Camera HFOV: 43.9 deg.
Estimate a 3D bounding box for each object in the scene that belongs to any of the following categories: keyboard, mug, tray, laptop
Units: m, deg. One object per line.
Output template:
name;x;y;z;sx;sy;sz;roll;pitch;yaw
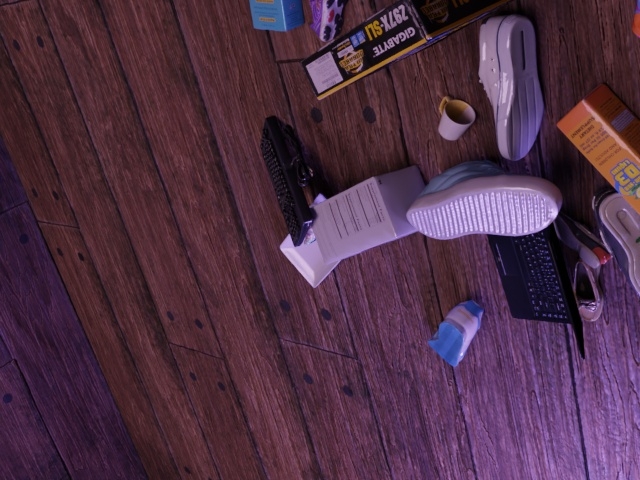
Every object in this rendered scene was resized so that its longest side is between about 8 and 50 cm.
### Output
keyboard;-0.078;-0.156;1.800;0.201;0.033;0.317;115;142;-48
mug;0.255;-0.229;1.512;0.062;0.078;0.064;16;146;-4
tray;0.000;0.000;1.952;0.145;0.030;0.270;48;141;7
laptop;0.392;0.078;1.483;0.264;0.137;0.234;0;114;55

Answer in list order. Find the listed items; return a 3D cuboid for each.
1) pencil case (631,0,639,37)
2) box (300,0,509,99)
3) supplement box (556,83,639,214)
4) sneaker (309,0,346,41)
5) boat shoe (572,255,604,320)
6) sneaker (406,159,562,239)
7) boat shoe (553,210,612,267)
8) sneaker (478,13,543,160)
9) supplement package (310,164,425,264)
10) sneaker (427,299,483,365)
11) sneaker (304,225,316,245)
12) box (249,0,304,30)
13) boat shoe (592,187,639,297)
pencil case;0.501;-0.394;1.096;0.104;0.104;0.236;26;135;31
box;0.162;-0.353;1.295;0.257;0.322;0.079;-21;100;50
supplement box;0.502;-0.139;1.296;0.233;0.080;0.078;47;143;6
sneaker;0.008;-0.476;1.570;0.071;0.068;0.169;43;141;24
boat shoe;0.498;0.091;1.489;0.056;0.048;0.153;18;129;37
sneaker;0.302;-0.099;1.455;0.135;0.150;0.366;40;158;-25
boat shoe;0.472;-0.008;1.445;0.137;0.043;0.049;52;165;31
sneaker;0.327;-0.269;1.388;0.091;0.094;0.258;33;135;52
supplement package;0.106;-0.052;1.699;0.244;0.139;0.133;-23;86;52
sneaker;0.303;0.207;1.752;0.087;0.092;0.228;42;159;13
sneaker;-0.025;-0.036;1.901;0.069;0.038;0.098;51;132;8
box;-0.104;-0.559;1.627;0.101;0.060;0.244;17;128;38
boat shoe;0.544;0.011;1.380;0.233;0.084;0.079;57;180;-14
